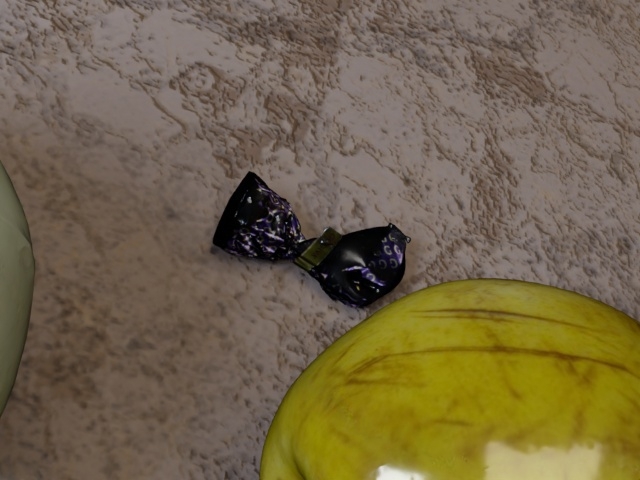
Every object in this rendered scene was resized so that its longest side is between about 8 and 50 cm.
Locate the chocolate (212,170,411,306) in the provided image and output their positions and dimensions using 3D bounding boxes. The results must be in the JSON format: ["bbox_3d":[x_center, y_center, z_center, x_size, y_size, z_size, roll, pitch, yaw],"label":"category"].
[{"bbox_3d":[-0.002,0.003,0.752,0.147,0.070,0.072,19,84,-12],"label":"chocolate"}]

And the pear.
[{"bbox_3d":[0.102,0.155,0.586,0.281,0.280,0.280,11,58,-18],"label":"pear"}]

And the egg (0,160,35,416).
[{"bbox_3d":[-0.280,0.044,0.432,0.283,0.283,0.345,26,79,-8],"label":"egg"}]
